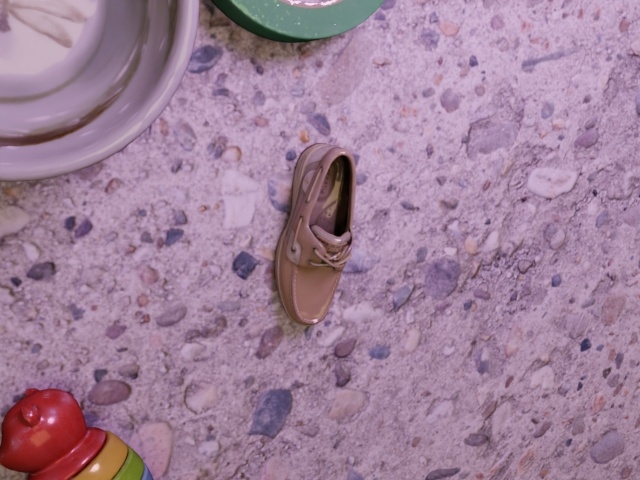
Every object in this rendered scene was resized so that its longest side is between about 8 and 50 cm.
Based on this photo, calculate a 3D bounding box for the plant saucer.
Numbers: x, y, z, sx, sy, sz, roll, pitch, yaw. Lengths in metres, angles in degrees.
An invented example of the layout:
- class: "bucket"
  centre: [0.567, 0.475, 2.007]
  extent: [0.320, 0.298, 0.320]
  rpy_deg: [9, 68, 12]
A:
- class: "plant saucer"
  centre: [-0.333, -0.267, 0.623]
  extent: [0.401, 0.100, 0.400]
  rpy_deg: [-4, 106, -14]

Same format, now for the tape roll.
- class: "tape roll"
  centre: [-0.031, -0.445, 0.824]
  extent: [0.321, 0.077, 0.321]
  rpy_deg: [-6, 105, -22]

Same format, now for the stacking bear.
- class: "stacking bear"
  centre: [-0.346, 0.342, 0.849]
  extent: [0.164, 0.175, 0.289]
  rpy_deg: [-32, 106, -11]

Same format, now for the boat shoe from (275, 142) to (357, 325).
- class: "boat shoe"
  centre: [0.000, 0.000, 0.938]
  extent: [0.109, 0.098, 0.302]
  rpy_deg: [4, 101, -24]
